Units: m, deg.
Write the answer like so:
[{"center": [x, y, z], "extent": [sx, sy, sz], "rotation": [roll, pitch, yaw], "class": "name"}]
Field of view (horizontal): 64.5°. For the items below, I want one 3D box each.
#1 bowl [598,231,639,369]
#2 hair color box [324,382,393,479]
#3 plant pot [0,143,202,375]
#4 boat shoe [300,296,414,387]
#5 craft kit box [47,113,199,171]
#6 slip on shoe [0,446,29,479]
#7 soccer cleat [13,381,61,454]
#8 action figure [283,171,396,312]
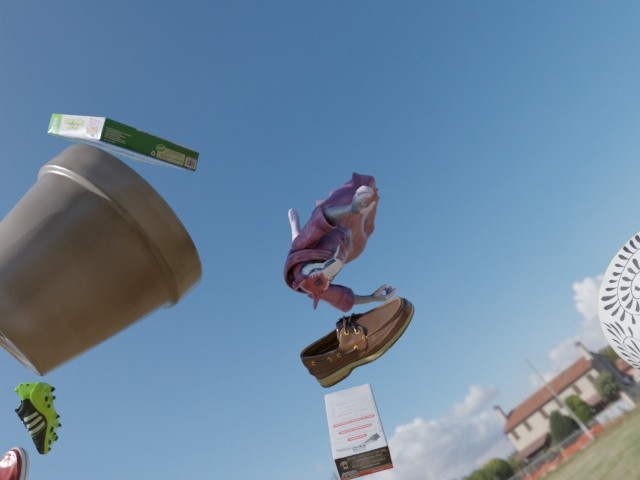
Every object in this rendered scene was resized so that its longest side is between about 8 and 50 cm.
[{"center": [0.338, 0.064, 0.427], "extent": [0.170, 0.170, 0.080], "rotation": [-46, 6, 18], "class": "bowl"}, {"center": [0.063, 0.332, 0.893], "extent": [0.093, 0.167, 0.053], "rotation": [-15, -71, 1], "class": "hair color box"}, {"center": [-0.407, 0.054, 0.830], "extent": [0.280, 0.323, 0.323], "rotation": [-50, -20, -33], "class": "plant pot"}, {"center": [0.046, 0.131, 0.682], "extent": [0.178, 0.064, 0.060], "rotation": [-40, -73, 20], "class": "boat shoe"}, {"center": [-0.460, -0.229, 1.196], "extent": [0.250, 0.247, 0.061], "rotation": [15, -94, -53], "class": "craft kit box"}, {"center": [-0.775, 0.624, 1.159], "extent": [0.123, 0.331, 0.101], "rotation": [-28, -58, 23], "class": "slip on shoe"}, {"center": [-0.571, 0.356, 1.023], "extent": [0.072, 0.060, 0.179], "rotation": [8, -65, -2], "class": "soccer cleat"}, {"center": [0.000, 0.000, 0.955], "extent": [0.370, 0.276, 0.248], "rotation": [-53, -42, -59], "class": "action figure"}]
